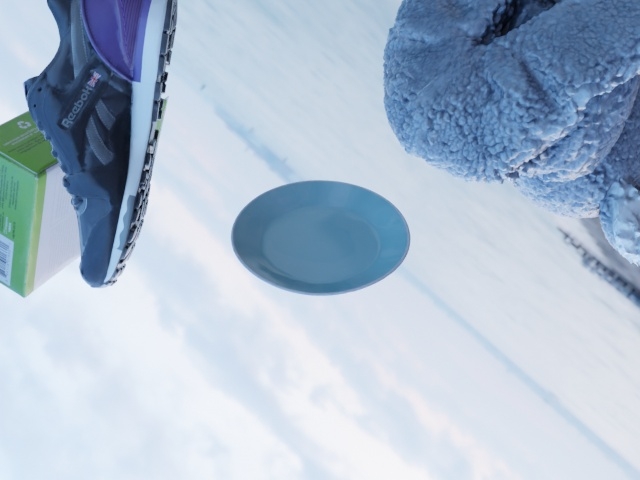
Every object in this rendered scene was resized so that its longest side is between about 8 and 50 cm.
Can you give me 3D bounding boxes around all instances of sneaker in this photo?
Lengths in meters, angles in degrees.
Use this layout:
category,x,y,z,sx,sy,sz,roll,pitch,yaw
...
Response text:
category,x,y,z,sx,sy,sz,roll,pitch,yaw
sneaker,-0.215,-0.101,0.903,0.124,0.284,0.107,9,-175,-6

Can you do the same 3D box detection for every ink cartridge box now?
category,x,y,z,sx,sy,sz,roll,pitch,yaw
ink cartridge box,-0.310,-0.077,1.202,0.097,0.189,0.255,29,-142,12

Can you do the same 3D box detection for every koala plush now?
category,x,y,z,sx,sy,sz,roll,pitch,yaw
koala plush,0.162,-0.087,0.659,0.196,0.203,0.221,52,-176,39

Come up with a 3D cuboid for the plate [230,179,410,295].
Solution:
category,x,y,z,sx,sy,sz,roll,pitch,yaw
plate,0.000,0.000,1.024,0.188,0.188,0.024,42,145,38
